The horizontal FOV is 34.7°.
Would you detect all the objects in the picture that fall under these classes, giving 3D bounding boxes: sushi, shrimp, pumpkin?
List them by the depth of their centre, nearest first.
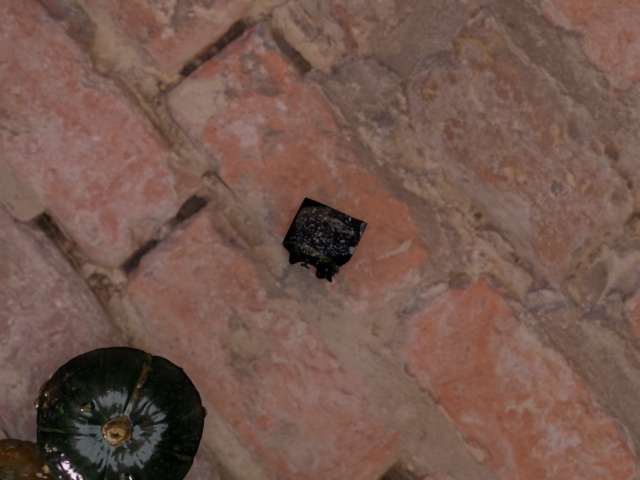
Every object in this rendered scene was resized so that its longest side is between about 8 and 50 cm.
[{"bbox_3d":[-0.229,0.211,1.166,0.190,0.146,0.190,-1,86,12],"label":"pumpkin"},{"bbox_3d":[-0.400,0.281,1.184,0.190,0.042,0.101,-1,63,-10],"label":"shrimp"},{"bbox_3d":[0.000,0.000,1.278,0.083,0.056,0.085,28,78,-6],"label":"sushi"}]
